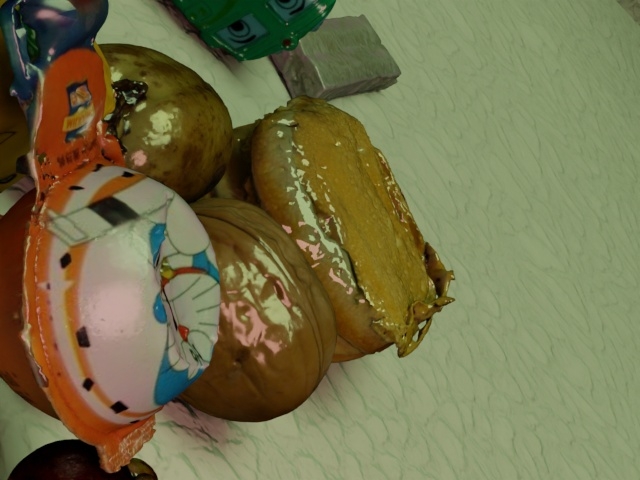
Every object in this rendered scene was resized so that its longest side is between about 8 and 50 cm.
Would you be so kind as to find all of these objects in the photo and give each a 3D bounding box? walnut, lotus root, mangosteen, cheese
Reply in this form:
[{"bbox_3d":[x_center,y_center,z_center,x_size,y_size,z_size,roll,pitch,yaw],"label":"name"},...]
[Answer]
[{"bbox_3d":[-0.079,0.060,1.514,0.207,0.167,0.167,55,23,-7],"label":"walnut"},{"bbox_3d":[-0.167,-0.097,1.565,0.169,0.141,0.314,40,19,14],"label":"lotus root"},{"bbox_3d":[-0.157,0.200,1.206,0.140,0.140,0.140,43,27,-28],"label":"mangosteen"},{"bbox_3d":[-0.156,-0.007,1.162,0.217,0.129,0.329,-38,122,-67],"label":"cheese"}]

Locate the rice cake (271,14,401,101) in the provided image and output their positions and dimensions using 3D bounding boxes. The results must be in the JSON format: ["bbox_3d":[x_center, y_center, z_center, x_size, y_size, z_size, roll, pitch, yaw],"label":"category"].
[{"bbox_3d":[0.020,-0.235,2.225,0.106,0.050,0.298,57,24,5],"label":"rice cake"}]

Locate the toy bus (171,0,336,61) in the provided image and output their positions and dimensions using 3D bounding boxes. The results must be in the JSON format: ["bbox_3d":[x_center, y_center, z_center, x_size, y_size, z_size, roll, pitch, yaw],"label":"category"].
[{"bbox_3d":[-0.074,-0.360,2.047,0.199,0.183,0.343,50,24,-26],"label":"toy bus"}]

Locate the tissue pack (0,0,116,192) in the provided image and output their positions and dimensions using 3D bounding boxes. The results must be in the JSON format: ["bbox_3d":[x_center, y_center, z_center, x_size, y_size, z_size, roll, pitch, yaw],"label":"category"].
[{"bbox_3d":[-0.357,-0.150,1.170,0.293,0.228,0.382,58,22,7],"label":"tissue pack"}]

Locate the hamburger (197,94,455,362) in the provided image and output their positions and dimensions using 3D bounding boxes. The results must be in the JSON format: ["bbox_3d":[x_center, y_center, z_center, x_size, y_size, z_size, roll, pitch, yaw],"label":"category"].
[{"bbox_3d":[0.000,0.000,1.744,0.318,0.158,0.318,44,26,-27],"label":"hamburger"}]

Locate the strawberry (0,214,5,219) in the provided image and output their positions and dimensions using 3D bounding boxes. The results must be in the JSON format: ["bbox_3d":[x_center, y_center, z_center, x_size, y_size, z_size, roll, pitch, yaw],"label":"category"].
[{"bbox_3d":[-0.207,0.055,1.381,0.187,0.082,0.146,44,20,-12],"label":"strawberry"}]
